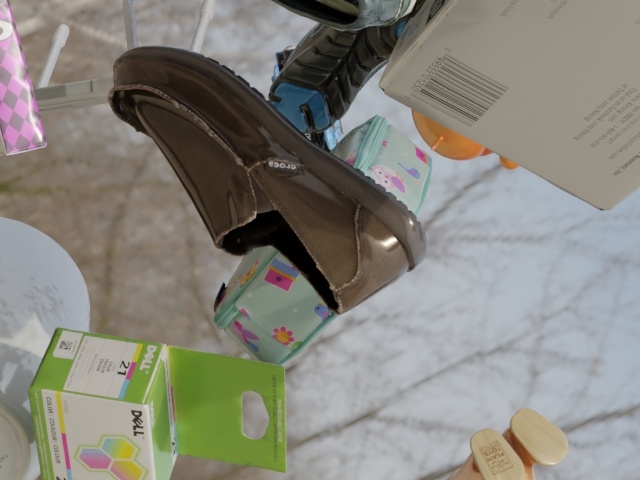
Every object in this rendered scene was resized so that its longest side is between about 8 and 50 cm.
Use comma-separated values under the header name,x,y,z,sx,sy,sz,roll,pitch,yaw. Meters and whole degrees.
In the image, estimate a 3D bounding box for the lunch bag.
name,x,y,z,sx,sy,sz,roll,pitch,yaw
lunch bag,0.000,0.000,1.840,0.108,0.279,0.224,39,26,-10

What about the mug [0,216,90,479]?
name,x,y,z,sx,sy,sz,roll,pitch,yaw
mug,-0.464,0.184,2.041,0.276,0.374,0.328,59,9,-27

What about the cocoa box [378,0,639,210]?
name,x,y,z,sx,sy,sz,roll,pitch,yaw
cocoa box,0.238,-0.222,1.288,0.231,0.228,0.347,27,-28,-9

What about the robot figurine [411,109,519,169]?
name,x,y,z,sx,sy,sz,roll,pitch,yaw
robot figurine,0.197,-0.163,1.909,0.128,0.219,0.158,14,-60,62

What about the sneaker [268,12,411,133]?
name,x,y,z,sx,sy,sz,roll,pitch,yaw
sneaker,0.067,-0.274,2.051,0.125,0.341,0.139,43,36,-20

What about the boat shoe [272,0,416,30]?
name,x,y,z,sx,sy,sz,roll,pitch,yaw
boat shoe,-0.052,-0.303,1.701,0.319,0.099,0.116,30,-48,20

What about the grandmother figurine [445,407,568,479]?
name,x,y,z,sx,sy,sz,roll,pitch,yaw
grandmother figurine,0.164,0.322,2.025,0.104,0.208,0.342,65,-28,22

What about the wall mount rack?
name,x,y,z,sx,sy,sz,roll,pitch,yaw
wall mount rack,-0.263,-0.224,1.993,0.304,0.350,0.130,-7,90,-76

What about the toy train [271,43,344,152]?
name,x,y,z,sx,sy,sz,roll,pitch,yaw
toy train,-0.018,-0.197,2.441,0.105,0.080,0.184,-48,126,-73

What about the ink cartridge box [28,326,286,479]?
name,x,y,z,sx,sy,sz,roll,pitch,yaw
ink cartridge box,-0.171,0.206,1.812,0.097,0.255,0.188,-73,168,-46

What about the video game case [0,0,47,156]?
name,x,y,z,sx,sy,sz,roll,pitch,yaw
video game case,-0.300,-0.180,1.397,0.210,0.042,0.232,1,-74,65

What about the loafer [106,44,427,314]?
name,x,y,z,sx,sy,sz,roll,pitch,yaw
loafer,-0.073,-0.058,1.627,0.366,0.130,0.134,34,-19,15
